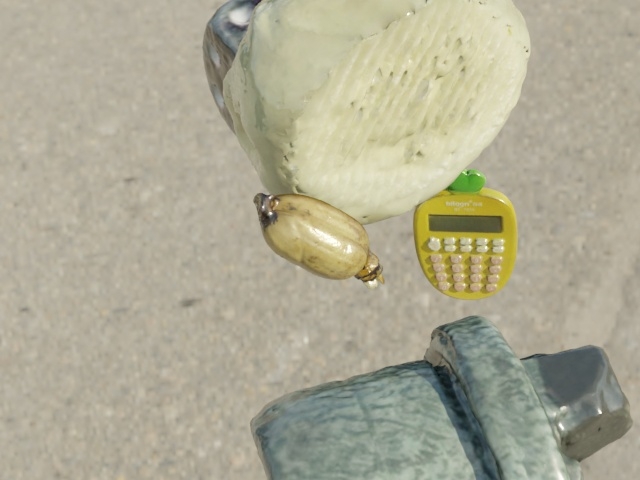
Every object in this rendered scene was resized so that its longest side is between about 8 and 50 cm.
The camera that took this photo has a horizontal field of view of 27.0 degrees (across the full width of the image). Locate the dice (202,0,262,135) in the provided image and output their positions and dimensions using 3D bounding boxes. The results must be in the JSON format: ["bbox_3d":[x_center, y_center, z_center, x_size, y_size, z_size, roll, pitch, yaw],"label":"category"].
[{"bbox_3d":[-0.057,-0.246,1.916,0.181,0.182,0.183,-22,51,-20],"label":"dice"}]

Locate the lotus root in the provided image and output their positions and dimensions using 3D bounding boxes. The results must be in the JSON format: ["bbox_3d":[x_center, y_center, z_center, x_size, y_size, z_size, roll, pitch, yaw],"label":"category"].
[{"bbox_3d":[0.000,0.000,1.221,0.152,0.063,0.072,31,33,-19],"label":"lotus root"}]

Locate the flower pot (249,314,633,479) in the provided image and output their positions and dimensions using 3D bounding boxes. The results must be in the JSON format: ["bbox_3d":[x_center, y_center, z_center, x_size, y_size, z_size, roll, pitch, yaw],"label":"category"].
[{"bbox_3d":[0.115,0.218,1.010,0.282,0.299,0.299,-17,33,-8],"label":"flower pot"}]

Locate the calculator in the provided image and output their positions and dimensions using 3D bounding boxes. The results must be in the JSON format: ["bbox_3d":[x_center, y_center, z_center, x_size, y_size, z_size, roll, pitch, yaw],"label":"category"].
[{"bbox_3d":[0.204,-0.009,1.873,0.146,0.235,0.032,1,37,10],"label":"calculator"}]

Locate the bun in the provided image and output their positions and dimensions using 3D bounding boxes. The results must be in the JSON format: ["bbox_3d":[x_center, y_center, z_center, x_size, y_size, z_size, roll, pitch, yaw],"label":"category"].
[{"bbox_3d":[0.049,-0.187,1.504,0.359,0.360,0.211,-18,48,-23],"label":"bun"}]
